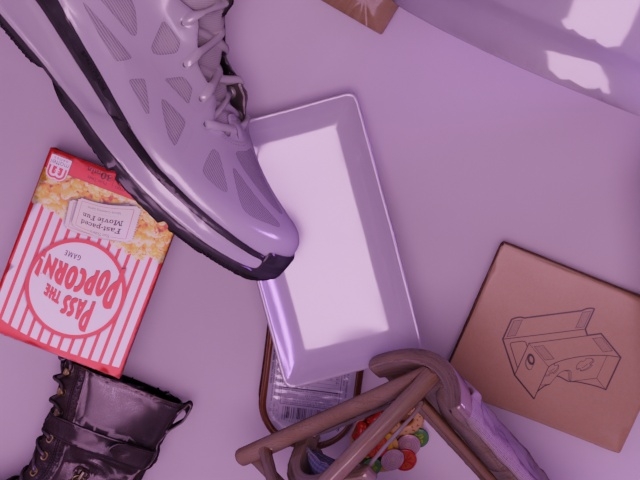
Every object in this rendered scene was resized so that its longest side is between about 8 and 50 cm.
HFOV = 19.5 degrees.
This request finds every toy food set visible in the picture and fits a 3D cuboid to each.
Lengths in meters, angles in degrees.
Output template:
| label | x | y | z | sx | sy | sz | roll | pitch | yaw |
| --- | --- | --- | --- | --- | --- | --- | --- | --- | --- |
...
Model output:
| label | x | y | z | sx | sy | sz | roll | pitch | yaw |
| --- | --- | --- | --- | --- | --- | --- | --- | --- | --- |
| toy food set | 0.071 | 0.204 | 1.921 | 0.083 | 0.020 | 0.082 | -16 | 116 | -11 |

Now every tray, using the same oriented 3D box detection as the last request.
| label | x | y | z | sx | sy | sz | roll | pitch | yaw |
| --- | --- | --- | --- | --- | --- | --- | --- | --- | --- |
| tray | 0.000 | 0.000 | 1.854 | 0.145 | 0.030 | 0.270 | -15 | 91 | 2 |

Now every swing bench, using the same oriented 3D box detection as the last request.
| label | x | y | z | sx | sy | sz | roll | pitch | yaw |
| --- | --- | --- | --- | --- | --- | --- | --- | --- | --- |
| swing bench | 0.096 | 0.258 | 1.841 | 0.254 | 0.165 | 0.253 | -36 | 119 | 9 |

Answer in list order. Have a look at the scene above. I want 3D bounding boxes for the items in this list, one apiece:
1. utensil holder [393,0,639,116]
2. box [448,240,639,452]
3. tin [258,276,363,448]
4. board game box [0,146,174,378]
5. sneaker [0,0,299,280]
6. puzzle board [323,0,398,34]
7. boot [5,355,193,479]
| label | x | y | z | sx | sy | sz | roll | pitch | yaw |
| --- | --- | --- | --- | --- | --- | --- | --- | --- | --- |
| utensil holder | 0.276 | -0.320 | 1.562 | 0.327 | 0.327 | 0.385 | 21 | 102 | -3 |
| box | 0.245 | 0.110 | 1.900 | 0.201 | 0.021 | 0.164 | 21 | 104 | -4 |
| tin | -0.006 | 0.123 | 1.908 | 0.106 | 0.040 | 0.190 | 6 | 104 | -3 |
| board game box | -0.233 | 0.022 | 1.867 | 0.146 | 0.045 | 0.193 | 20 | 92 | -2 |
| sneaker | -0.118 | -0.192 | 1.747 | 0.257 | 0.169 | 0.447 | -40 | 90 | 11 |
| puzzle board | 0.050 | -0.279 | 1.815 | 0.096 | 0.011 | 0.128 | 30 | 103 | -4 |
| boot | -0.283 | 0.220 | 1.929 | 0.263 | 0.091 | 0.229 | 15 | 99 | -6 |
